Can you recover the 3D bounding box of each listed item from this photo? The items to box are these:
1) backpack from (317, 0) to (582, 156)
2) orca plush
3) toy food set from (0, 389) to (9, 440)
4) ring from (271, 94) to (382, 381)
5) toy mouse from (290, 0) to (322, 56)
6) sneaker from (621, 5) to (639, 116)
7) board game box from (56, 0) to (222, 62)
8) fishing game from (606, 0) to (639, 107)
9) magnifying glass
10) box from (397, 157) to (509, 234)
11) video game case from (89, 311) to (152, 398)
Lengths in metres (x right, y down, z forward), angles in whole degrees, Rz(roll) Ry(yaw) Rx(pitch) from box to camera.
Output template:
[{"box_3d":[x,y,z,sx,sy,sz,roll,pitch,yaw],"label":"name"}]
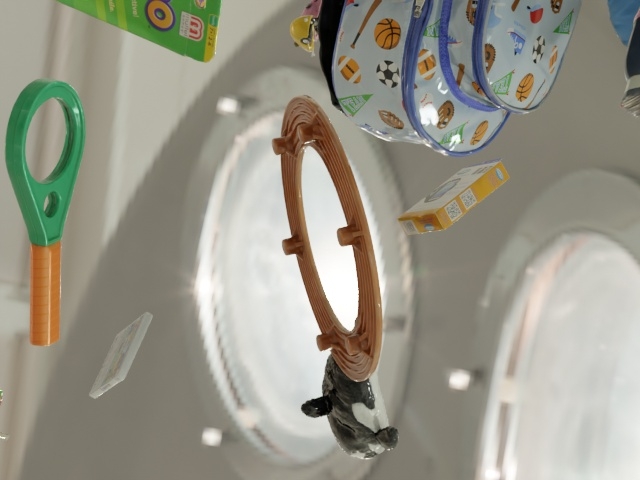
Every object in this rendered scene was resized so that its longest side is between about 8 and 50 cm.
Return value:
[{"box_3d":[0.132,-0.217,1.655,0.213,0.276,0.263,24,-84,39],"label":"backpack"},{"box_3d":[0.029,0.215,2.155,0.151,0.102,0.287,62,-13,19],"label":"orca plush"},{"box_3d":[-0.468,0.172,2.123,0.218,0.128,0.071,35,-83,49],"label":"toy food set"},{"box_3d":[0.000,0.000,1.887,0.336,0.032,0.337,167,-90,-75],"label":"ring"},{"box_3d":[-0.016,-0.322,2.247,0.161,0.031,0.143,82,17,-66],"label":"toy mouse"},{"box_3d":[0.447,-0.169,1.636,0.112,0.319,0.131,-18,-116,62],"label":"sneaker"},{"box_3d":[-0.164,-0.227,1.201,0.259,0.039,0.124,27,-58,30],"label":"board game box"},{"box_3d":[0.388,-0.264,1.720,0.189,0.041,0.264,4,-85,21],"label":"fishing game"},{"box_3d":[-0.233,-0.023,1.387,0.026,0.092,0.231,10,-71,24],"label":"magnifying glass"},{"box_3d":[0.165,-0.054,1.981,0.081,0.136,0.028,-8,-67,59],"label":"box"},{"box_3d":[-0.239,0.138,1.969,0.122,0.011,0.087,-35,-151,61],"label":"video game case"}]
